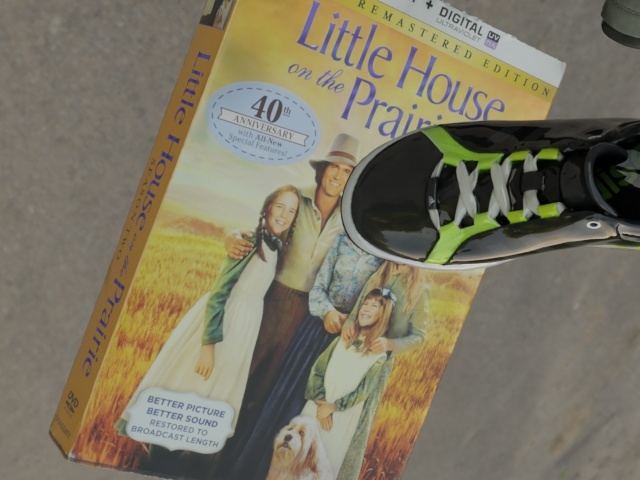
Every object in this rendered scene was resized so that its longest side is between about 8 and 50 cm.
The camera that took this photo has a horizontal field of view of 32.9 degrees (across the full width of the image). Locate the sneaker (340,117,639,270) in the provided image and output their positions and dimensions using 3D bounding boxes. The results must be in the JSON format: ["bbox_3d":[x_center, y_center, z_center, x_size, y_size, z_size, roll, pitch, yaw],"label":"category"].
[{"bbox_3d":[0.122,-0.035,0.559,0.234,0.084,0.097,-4,169,10],"label":"sneaker"}]

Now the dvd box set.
[{"bbox_3d":[0.000,0.000,0.867,0.307,0.062,0.421,19,96,-32],"label":"dvd box set"}]

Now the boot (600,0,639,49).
[{"bbox_3d":[0.125,-0.148,0.453,0.161,0.246,0.083,78,30,-43],"label":"boot"}]
